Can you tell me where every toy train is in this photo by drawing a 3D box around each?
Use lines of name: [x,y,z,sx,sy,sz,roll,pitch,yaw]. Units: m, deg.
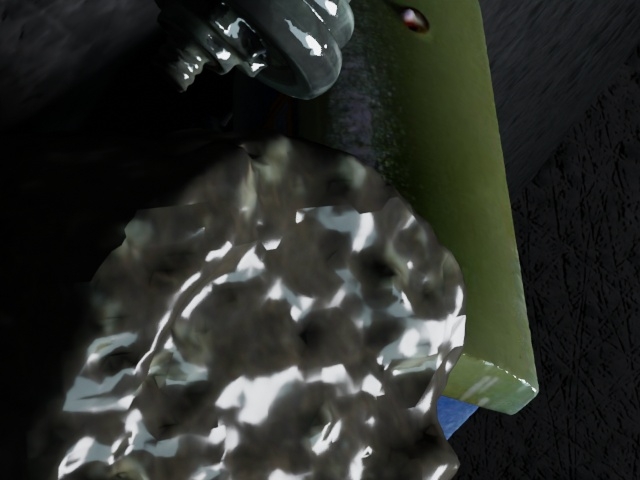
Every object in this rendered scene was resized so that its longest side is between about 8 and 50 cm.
toy train: [0.000,0.000,0.878,0.202,0.131,0.300,-51,-148,42]

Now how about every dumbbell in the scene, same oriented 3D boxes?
dumbbell: [0.015,-0.165,0.704,0.254,0.110,0.110,-52,170,-7]

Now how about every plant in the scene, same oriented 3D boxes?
plant: [-0.112,0.059,0.694,0.215,0.312,0.213,2,92,-39]
